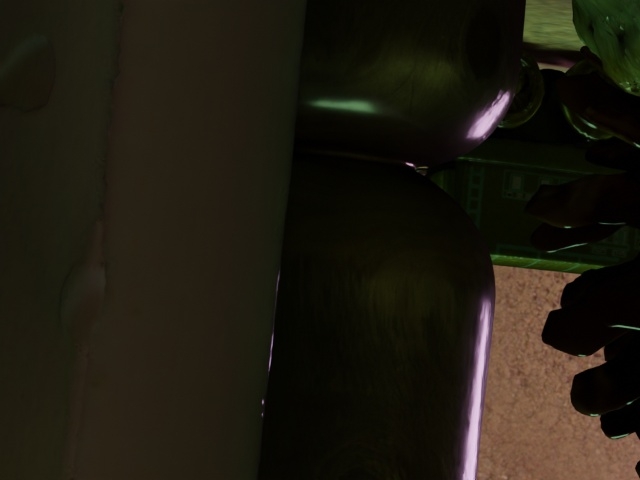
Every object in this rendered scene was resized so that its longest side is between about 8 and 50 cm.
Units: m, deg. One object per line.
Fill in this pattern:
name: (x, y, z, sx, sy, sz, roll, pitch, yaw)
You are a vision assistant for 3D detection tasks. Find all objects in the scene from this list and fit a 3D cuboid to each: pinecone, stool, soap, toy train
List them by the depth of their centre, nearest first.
soap: (-0.125, -0.003, 0.895, 0.107, 0.296, 0.285, 8, 175, -35)
pinecone: (0.222, 0.018, 0.922, 0.264, 0.264, 0.264, 6, 178, 0)
stool: (0.000, 0.000, 0.963, 0.179, 0.264, 0.179, 6, 177, 0)
toy train: (0.148, -0.040, 1.176, 0.225, 0.137, 0.090, 6, 177, -19)

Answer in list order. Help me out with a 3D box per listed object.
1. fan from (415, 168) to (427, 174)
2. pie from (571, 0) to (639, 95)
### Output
fan: (0.160, -0.067, 2.065, 0.133, 0.005, 0.085, 5, 177, 38)
pie: (0.224, -0.089, 0.693, 0.277, 0.079, 0.277, 1, -179, 0)
